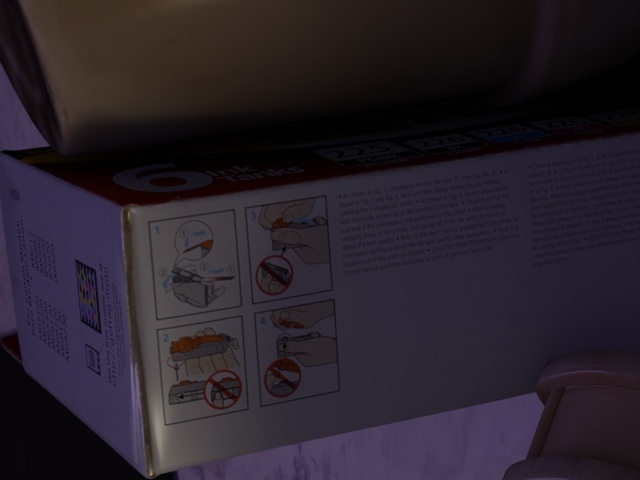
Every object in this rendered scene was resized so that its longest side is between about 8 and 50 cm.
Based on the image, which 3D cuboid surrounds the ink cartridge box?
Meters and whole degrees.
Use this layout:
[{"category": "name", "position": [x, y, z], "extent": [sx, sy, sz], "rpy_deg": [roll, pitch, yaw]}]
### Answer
[{"category": "ink cartridge box", "position": [0.000, 0.000, 0.915], "extent": [0.272, 0.309, 0.130], "rpy_deg": [20, 117, 62]}]

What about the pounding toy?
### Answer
[{"category": "pounding toy", "position": [0.141, 0.161, 0.790], "extent": [0.269, 0.154, 0.155], "rpy_deg": [114, -178, -52]}]

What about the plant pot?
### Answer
[{"category": "plant pot", "position": [-0.033, -0.181, 0.828], "extent": [0.323, 0.280, 0.323], "rpy_deg": [59, 164, 28]}]
